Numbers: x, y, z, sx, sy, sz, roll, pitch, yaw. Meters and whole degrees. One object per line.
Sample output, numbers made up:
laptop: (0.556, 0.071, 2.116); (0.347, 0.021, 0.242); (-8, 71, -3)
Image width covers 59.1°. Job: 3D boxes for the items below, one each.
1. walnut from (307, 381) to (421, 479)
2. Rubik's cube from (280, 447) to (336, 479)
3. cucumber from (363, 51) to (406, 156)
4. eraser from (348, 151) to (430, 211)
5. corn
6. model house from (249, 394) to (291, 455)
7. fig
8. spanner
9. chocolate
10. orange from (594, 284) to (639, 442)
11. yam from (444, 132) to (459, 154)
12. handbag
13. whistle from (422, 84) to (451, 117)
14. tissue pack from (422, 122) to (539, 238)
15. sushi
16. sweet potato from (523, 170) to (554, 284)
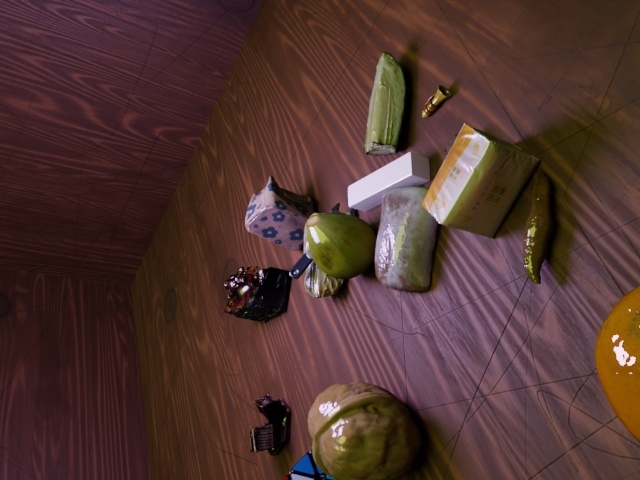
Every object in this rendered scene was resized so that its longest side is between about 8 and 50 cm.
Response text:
walnut: (0.105, 0.513, 1.503); (0.285, 0.285, 0.296); (-65, 29, 18)
Rubik's cube: (-0.037, 0.758, 1.659); (0.250, 0.234, 0.285); (24, 99, 56)
cucumber: (0.212, -0.428, 1.800); (0.145, 0.105, 0.326); (129, 146, -77)
eraser: (0.205, -0.175, 1.743); (0.298, 0.078, 0.076); (-25, 60, 51)
corn: (0.008, 0.053, 1.921); (0.122, 0.123, 0.306); (-28, 58, 47)
model house: (-0.193, 0.652, 1.993); (0.141, 0.164, 0.203); (-23, 59, 45)
fig: (0.057, 0.017, 1.762); (0.207, 0.229, 0.208); (-173, 90, -71)
spanner: (0.000, 0.000, 1.876); (0.087, 0.024, 0.316); (37, 77, 14)
chocolate: (0.230, -0.008, 1.601); (0.185, 0.100, 0.304); (4, 85, 47)
orange: (0.586, 0.192, 0.856); (0.312, 0.311, 0.313); (-24, 60, 51)
yam: (0.391, -0.225, 1.480); (0.084, 0.084, 0.127); (-60, 34, 25)
handbag: (-0.142, -0.106, 2.099); (0.190, 0.251, 0.193); (-42, 37, 32)
whistle: (0.332, -0.412, 1.665); (0.109, 0.046, 0.057); (-44, 60, 49)
tissue pack: (0.383, -0.139, 1.367); (0.225, 0.184, 0.124); (-64, 36, 21)
sushi: (-0.267, 0.206, 2.203); (0.227, 0.212, 0.216); (0, 79, 55)
sweet potato: (0.496, -0.036, 1.279); (0.067, 0.067, 0.274); (-6, 69, 55)
